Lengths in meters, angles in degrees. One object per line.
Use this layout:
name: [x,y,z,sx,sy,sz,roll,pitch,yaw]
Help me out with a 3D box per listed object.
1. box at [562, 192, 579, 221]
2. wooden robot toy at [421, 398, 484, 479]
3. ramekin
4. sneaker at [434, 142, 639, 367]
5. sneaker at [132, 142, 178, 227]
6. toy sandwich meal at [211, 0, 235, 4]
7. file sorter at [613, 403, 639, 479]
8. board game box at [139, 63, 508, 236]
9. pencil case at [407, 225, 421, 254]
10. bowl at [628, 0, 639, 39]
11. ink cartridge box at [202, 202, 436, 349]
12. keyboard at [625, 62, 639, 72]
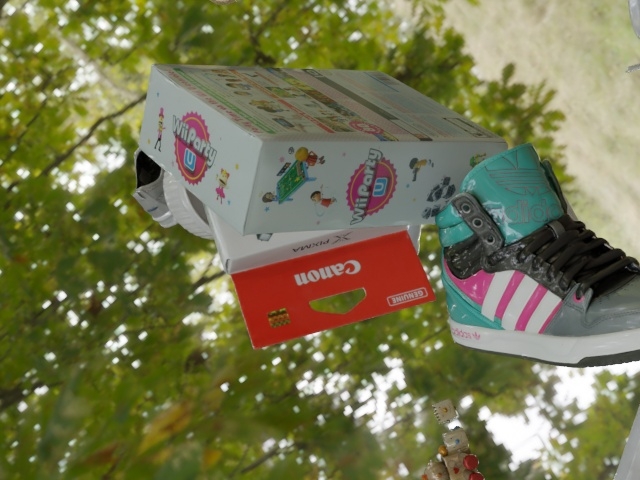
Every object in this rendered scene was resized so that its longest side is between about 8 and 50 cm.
box: [0.295,0.000,1.384,0.087,0.101,0.102,56,-129,-21]
wooden robot toy: [0.178,0.316,1.401,0.076,0.079,0.173,159,92,-87]
ramekin: [-0.171,-0.097,1.719,0.207,0.109,0.207,6,-100,-35]
sneaker: [0.202,0.003,0.866,0.124,0.296,0.178,-22,-80,-31]
sneaker: [-0.285,-0.167,1.842,0.115,0.105,0.281,39,-142,-43]
toy sandwich meal: [-0.167,-0.451,1.734,0.085,0.086,0.029,51,-168,-2]
file sorter: [0.464,0.217,0.960,0.278,0.192,0.173,21,178,-23]
board game box: [0.002,-0.100,1.021,0.303,0.097,0.224,-3,-153,-36]
pencil case: [0.132,-0.060,1.863,0.113,0.124,0.273,-68,-17,-80]
bowl: [0.555,-0.375,1.511,0.298,0.134,0.297,175,90,-87]
ink cartridge box: [0.000,0.000,1.373,0.275,0.060,0.238,-14,-116,-14]
keyboard: [0.768,-0.398,2.099,0.072,0.256,0.014,-47,-62,-70]
